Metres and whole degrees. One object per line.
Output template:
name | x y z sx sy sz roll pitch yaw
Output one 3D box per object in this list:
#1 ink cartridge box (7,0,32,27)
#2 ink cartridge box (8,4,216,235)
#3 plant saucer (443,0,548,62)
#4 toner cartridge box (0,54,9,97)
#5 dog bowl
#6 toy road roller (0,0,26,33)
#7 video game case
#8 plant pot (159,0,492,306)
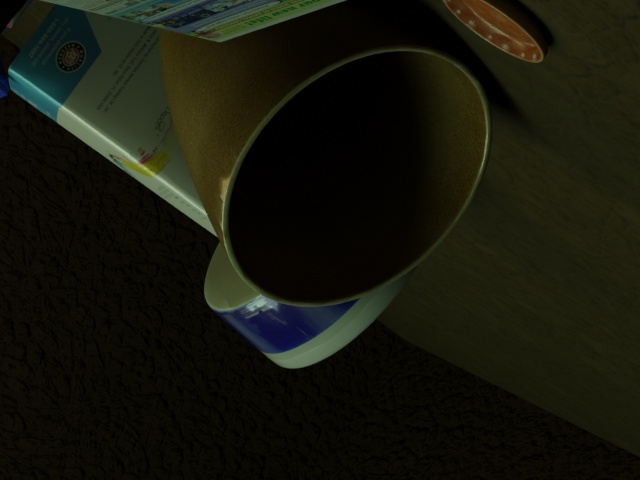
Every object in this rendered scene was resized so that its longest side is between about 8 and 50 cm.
ink cartridge box | -0.419 -0.340 1.995 0.176 0.069 0.371 35 173 -8
ink cartridge box | -0.141 -0.155 1.671 0.270 0.198 0.197 36 174 -7
plant saucer | 0.118 -0.149 1.137 0.083 0.013 0.083 35 175 3
toner cartridge box | -0.422 -0.274 1.625 0.075 0.165 0.347 51 -160 -68
dog bowl | 0.000 0.000 1.799 0.104 0.265 0.265 40 173 -21
toy road roller | -0.352 -0.295 1.366 0.240 0.202 0.329 51 -148 7
video game case | -0.055 -0.172 1.046 0.212 0.023 0.193 -13 168 39
plant pot | -0.026 -0.116 1.379 0.237 0.237 0.254 41 -173 -47
